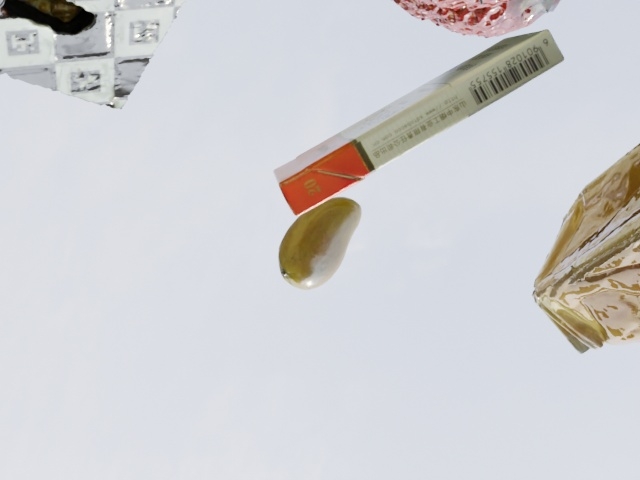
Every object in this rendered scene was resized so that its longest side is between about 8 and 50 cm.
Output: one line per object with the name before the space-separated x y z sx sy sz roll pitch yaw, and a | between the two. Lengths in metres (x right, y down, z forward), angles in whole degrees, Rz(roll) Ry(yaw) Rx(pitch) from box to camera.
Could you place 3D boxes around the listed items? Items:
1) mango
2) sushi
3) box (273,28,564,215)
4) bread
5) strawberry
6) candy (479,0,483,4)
mango | 0.000 0.000 1.576 0.161 0.103 0.076 -51 -147 -7
sushi | -0.243 -0.269 0.926 0.294 0.292 0.059 -48 -133 32
box | 0.073 -0.100 0.873 0.245 0.035 0.139 -31 -170 -1
bread | 0.260 -0.004 0.789 0.136 0.107 0.241 -57 -179 -25
strawberry | 0.216 -0.421 1.534 0.288 0.250 0.239 -3 -113 23
candy | 0.157 -0.257 0.872 0.049 0.055 0.185 -27 -162 46
